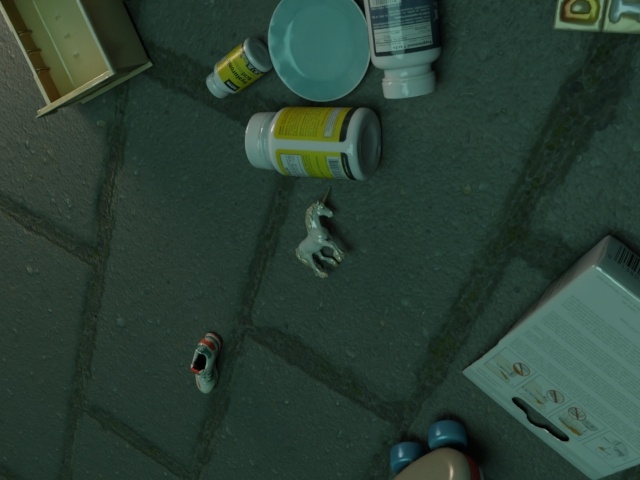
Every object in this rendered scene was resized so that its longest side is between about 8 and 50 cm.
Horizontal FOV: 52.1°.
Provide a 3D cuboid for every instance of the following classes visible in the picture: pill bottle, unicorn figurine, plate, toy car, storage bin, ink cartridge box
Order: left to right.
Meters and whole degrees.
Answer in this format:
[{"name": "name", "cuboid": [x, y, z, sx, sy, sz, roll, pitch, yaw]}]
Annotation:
[{"name": "storage bin", "cuboid": [-0.494, -0.402, 1.245, 0.261, 0.123, 0.262, -16, 104, 32]}, {"name": "pill bottle", "cuboid": [-0.144, -0.297, 1.142, 0.116, 0.065, 0.065, -27, 97, 35]}, {"name": "pill bottle", "cuboid": [-0.013, -0.165, 1.100, 0.209, 0.119, 0.119, 7, 114, 25]}, {"name": "unicorn figurine", "cuboid": [0.000, 0.000, 1.200, 0.111, 0.060, 0.162, 44, 124, 3]}, {"name": "plate", "cuboid": [0.000, -0.324, 1.080, 0.188, 0.024, 0.188, 11, 116, 24]}, {"name": "pill bottle", "cuboid": [0.123, -0.308, 0.972, 0.108, 0.108, 0.180, 1, 112, 27]}, {"name": "toy car", "cuboid": [0.266, 0.501, 1.233, 0.238, 0.219, 0.210, 31, 127, -23]}, {"name": "ink cartridge box", "cuboid": [0.457, 0.211, 1.063, 0.308, 0.091, 0.385, 39, 141, 7]}]

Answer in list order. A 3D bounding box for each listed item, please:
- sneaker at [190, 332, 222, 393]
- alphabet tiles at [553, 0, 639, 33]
[{"name": "sneaker", "cuboid": [-0.264, 0.284, 1.455, 0.057, 0.075, 0.161, 24, 120, 17]}, {"name": "alphabet tiles", "cuboid": [0.400, -0.379, 0.735, 0.343, 0.011, 0.284, 9, 115, 19]}]
